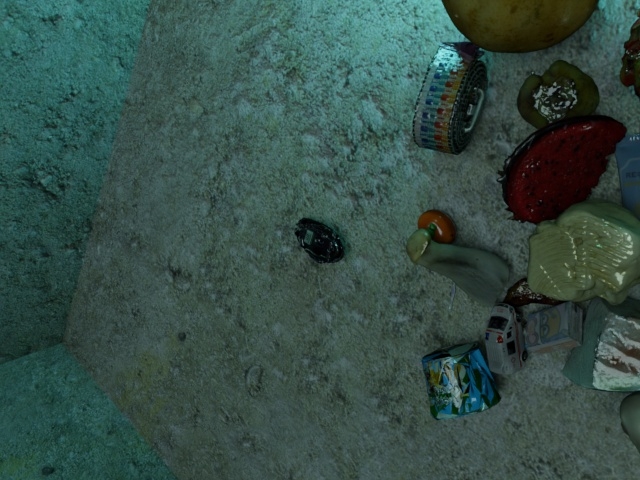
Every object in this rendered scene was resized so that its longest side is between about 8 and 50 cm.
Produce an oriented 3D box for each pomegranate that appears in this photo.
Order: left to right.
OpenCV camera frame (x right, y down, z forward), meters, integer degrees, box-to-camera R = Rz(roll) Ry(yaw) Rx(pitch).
[{"bbox_3d":[0.475,-0.661,1.184,0.416,0.416,0.417,7,104,32],"label":"pomegranate"}]

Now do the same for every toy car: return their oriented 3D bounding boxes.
[{"bbox_3d":[0.548,0.294,1.500,0.089,0.108,0.210,7,110,60],"label":"toy car"}]

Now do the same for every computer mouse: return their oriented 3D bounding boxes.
[{"bbox_3d":[0.000,0.000,1.833,0.241,0.077,0.147,32,115,28],"label":"computer mouse"}]

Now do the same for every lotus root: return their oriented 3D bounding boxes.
[{"bbox_3d":[0.631,-0.386,1.347,0.203,0.078,0.183,40,118,22],"label":"lotus root"}]

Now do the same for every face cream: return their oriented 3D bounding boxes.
[{"bbox_3d":[0.830,-0.081,1.278,0.135,0.086,0.385,0,96,48],"label":"face cream"}]

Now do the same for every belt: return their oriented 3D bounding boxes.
[{"bbox_3d":[0.387,-0.395,1.429,0.160,0.206,0.295,22,96,32],"label":"belt"}]

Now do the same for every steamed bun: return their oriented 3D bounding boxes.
[{"bbox_3d":[0.697,0.033,1.290,0.276,0.203,0.289,41,138,41],"label":"steamed bun"}]

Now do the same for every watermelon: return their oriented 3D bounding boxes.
[{"bbox_3d":[0.800,0.255,1.305,0.387,0.228,0.258,-29,74,28],"label":"watermelon"}]

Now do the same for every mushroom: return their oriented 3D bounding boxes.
[{"bbox_3d":[0.408,0.078,1.499,0.328,0.122,0.159,23,93,-8],"label":"mushroom"}]

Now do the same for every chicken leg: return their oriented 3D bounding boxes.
[{"bbox_3d":[0.642,0.152,1.460,0.233,0.063,0.105,-3,94,35],"label":"chicken leg"}]

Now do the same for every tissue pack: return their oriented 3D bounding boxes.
[{"bbox_3d":[0.657,0.249,1.408,0.065,0.116,0.155,31,146,-12],"label":"tissue pack"}]

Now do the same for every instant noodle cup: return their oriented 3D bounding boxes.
[{"bbox_3d":[0.428,0.432,1.565,0.240,0.240,0.178,-21,82,34],"label":"instant noodle cup"}]

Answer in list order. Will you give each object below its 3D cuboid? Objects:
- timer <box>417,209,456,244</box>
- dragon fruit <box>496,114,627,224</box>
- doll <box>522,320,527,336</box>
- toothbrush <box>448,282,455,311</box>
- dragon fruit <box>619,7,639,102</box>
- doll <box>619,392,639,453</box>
[{"bbox_3d":[0.362,-0.037,1.566,0.136,0.136,0.099,41,113,20],"label":"timer"},{"bbox_3d":[0.616,-0.199,1.346,0.282,0.100,0.344,15,118,-14],"label":"dragon fruit"},{"bbox_3d":[0.638,0.283,1.502,0.085,0.040,0.058,36,130,27],"label":"doll"},{"bbox_3d":[0.432,0.172,1.628,0.011,0.013,0.131,21,112,39],"label":"toothbrush"},{"bbox_3d":[0.837,-0.439,1.115,0.314,0.296,0.263,-39,44,35],"label":"dragon fruit"},{"bbox_3d":[0.907,0.440,1.190,0.370,0.226,0.215,-45,61,52],"label":"doll"}]
